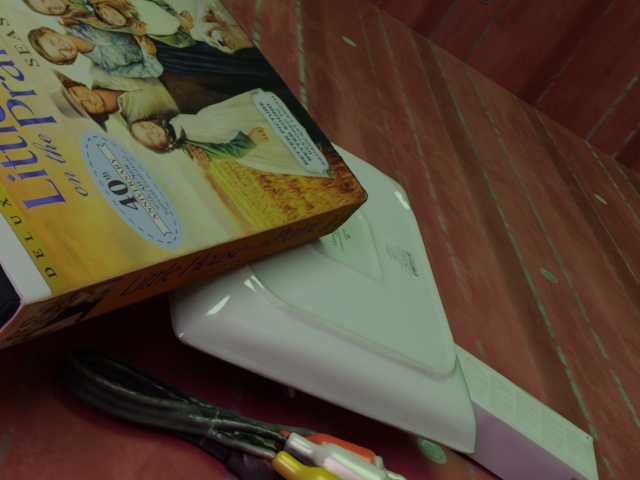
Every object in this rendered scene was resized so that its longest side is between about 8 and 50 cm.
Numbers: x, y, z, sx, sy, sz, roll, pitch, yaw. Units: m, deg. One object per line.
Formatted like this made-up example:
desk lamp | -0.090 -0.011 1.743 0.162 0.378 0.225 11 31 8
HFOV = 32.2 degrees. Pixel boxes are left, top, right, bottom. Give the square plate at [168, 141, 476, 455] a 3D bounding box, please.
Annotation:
square plate | 0.000 0.000 1.011 0.344 0.049 0.347 26 36 -35

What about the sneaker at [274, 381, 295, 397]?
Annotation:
sneaker | 0.013 0.096 1.055 0.228 0.087 0.092 -3 58 -55

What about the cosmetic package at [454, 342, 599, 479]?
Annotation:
cosmetic package | 0.168 0.179 1.126 0.239 0.060 0.099 35 23 -4

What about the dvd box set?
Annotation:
dvd box set | -0.162 -0.105 0.798 0.307 0.062 0.420 54 29 10

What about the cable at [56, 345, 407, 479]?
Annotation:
cable | -0.056 0.141 0.856 0.287 0.072 0.139 34 16 -4
